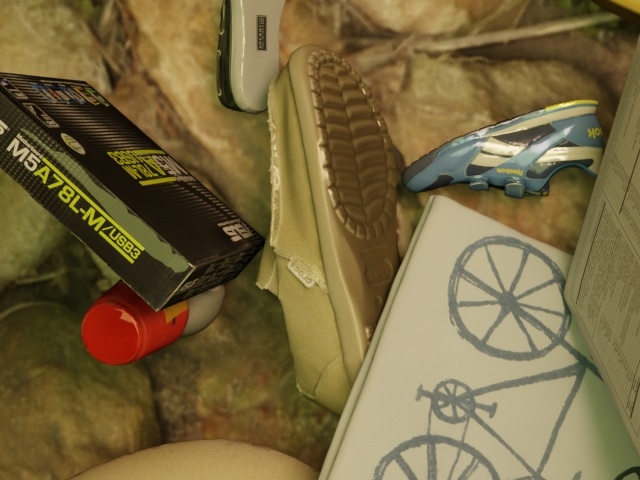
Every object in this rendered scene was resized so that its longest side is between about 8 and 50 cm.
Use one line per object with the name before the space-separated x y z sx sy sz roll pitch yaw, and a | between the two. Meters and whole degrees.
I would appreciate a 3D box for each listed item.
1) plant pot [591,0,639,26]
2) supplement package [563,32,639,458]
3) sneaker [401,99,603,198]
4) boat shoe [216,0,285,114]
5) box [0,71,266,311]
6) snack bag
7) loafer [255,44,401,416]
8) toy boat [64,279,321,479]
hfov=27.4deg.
plant pot | 0.198 -0.194 0.868 0.083 0.081 0.081 26 98 20
supplement package | 0.281 0.032 0.721 0.199 0.262 0.198 4 121 -10
sneaker | 0.127 -0.052 0.902 0.144 0.053 0.059 -17 93 12
boat shoe | -0.053 -0.161 0.932 0.040 0.049 0.142 4 90 49
box | -0.135 -0.038 0.881 0.184 0.191 0.045 40 101 6
snack bag | 0.177 0.157 0.824 0.343 0.037 0.323 22 60 0
loafer | 0.000 0.000 0.904 0.092 0.102 0.268 -13 85 33
toy boat | -0.089 0.167 0.923 0.268 0.148 0.318 -7 100 17
